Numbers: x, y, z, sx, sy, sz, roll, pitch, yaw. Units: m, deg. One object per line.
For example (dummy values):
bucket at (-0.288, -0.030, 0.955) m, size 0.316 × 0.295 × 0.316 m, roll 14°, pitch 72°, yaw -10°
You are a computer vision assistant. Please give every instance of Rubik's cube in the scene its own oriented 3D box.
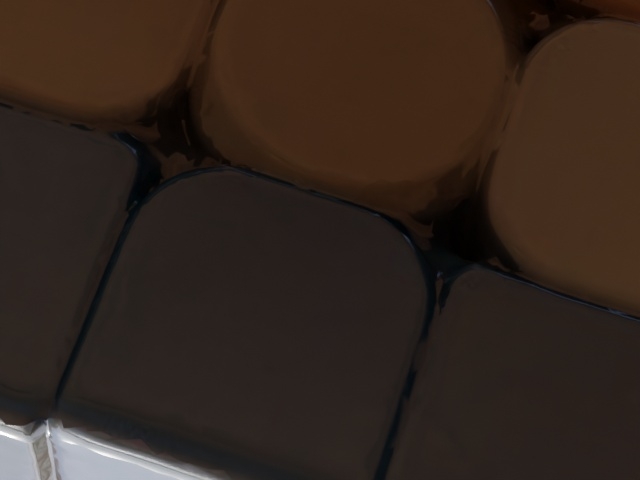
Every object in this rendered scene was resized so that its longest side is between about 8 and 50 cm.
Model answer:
Rubik's cube at (0.000, 0.000, 0.843) m, size 0.344 × 0.346 × 0.347 m, roll 18°, pitch -114°, yaw 2°
